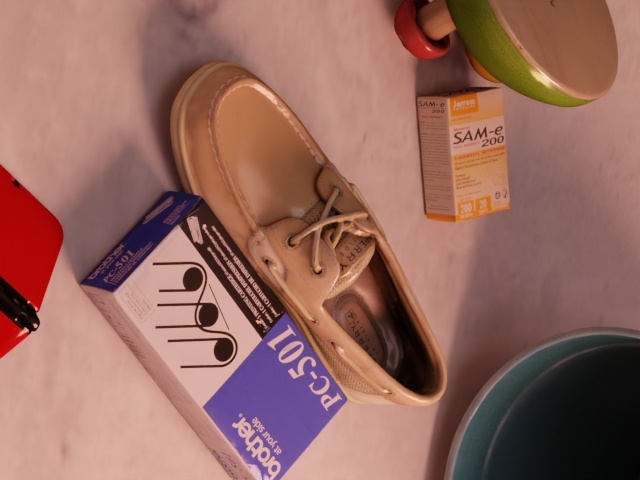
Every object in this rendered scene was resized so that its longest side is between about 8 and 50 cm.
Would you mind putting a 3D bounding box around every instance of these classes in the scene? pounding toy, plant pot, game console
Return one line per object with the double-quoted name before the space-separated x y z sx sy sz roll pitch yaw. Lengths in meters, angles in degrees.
"pounding toy" 0.136 -0.185 1.421 0.183 0.110 0.237 47 37 -22
"plant pot" 0.277 0.216 1.484 0.255 0.271 0.272 14 87 -55
"game console" -0.246 0.006 1.167 0.124 0.085 0.144 -39 123 6

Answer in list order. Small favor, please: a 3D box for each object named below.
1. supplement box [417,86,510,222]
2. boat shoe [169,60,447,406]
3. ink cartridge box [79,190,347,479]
"supplement box" 0.113 -0.068 1.439 0.062 0.036 0.098 -15 104 -38
"boat shoe" 0.000 0.000 1.314 0.109 0.098 0.302 -44 121 -27
"ink cartridge box" -0.072 0.073 1.299 0.097 0.046 0.207 -48 123 -23
